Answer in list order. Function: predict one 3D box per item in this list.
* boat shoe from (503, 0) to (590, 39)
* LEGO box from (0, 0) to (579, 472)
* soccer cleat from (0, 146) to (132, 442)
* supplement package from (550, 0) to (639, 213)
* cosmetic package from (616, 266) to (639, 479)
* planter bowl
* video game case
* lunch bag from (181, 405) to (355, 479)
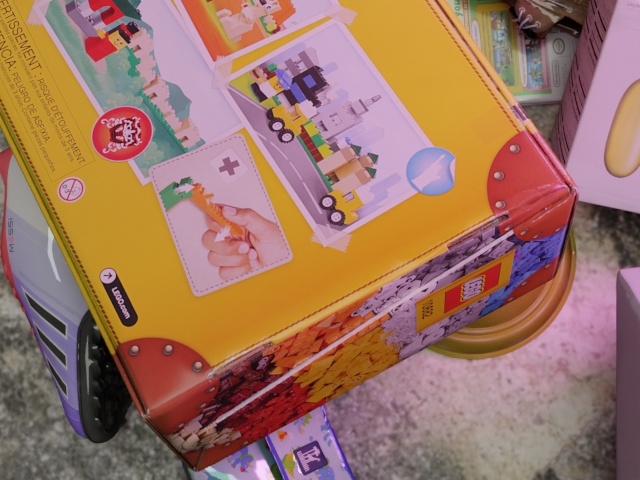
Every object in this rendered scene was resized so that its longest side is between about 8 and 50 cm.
[{"bbox_3d":[0.225,-0.238,1.152,0.183,0.066,0.066,14,87,3],"label":"boat shoe"},{"bbox_3d":[-0.073,-0.116,1.012,0.372,0.193,0.500,-28,68,-7],"label":"LEGO box"},{"bbox_3d":[-0.262,0.048,1.151,0.116,0.108,0.318,-11,82,12],"label":"soccer cleat"},{"bbox_3d":[0.338,-0.139,1.077,0.194,0.149,0.203,12,120,2],"label":"supplement package"},{"bbox_3d":[0.381,0.244,0.975,0.230,0.161,0.453,-6,116,1],"label":"cosmetic package"},{"bbox_3d":[0.155,0.011,1.142,0.217,0.090,0.217,0,85,2],"label":"planter bowl"},{"bbox_3d":[0.219,-0.247,1.198,0.193,0.023,0.212,-4,85,1],"label":"video game case"},{"bbox_3d":[-0.048,0.233,1.129,0.151,0.096,0.129,-23,81,-15],"label":"lunch bag"}]
